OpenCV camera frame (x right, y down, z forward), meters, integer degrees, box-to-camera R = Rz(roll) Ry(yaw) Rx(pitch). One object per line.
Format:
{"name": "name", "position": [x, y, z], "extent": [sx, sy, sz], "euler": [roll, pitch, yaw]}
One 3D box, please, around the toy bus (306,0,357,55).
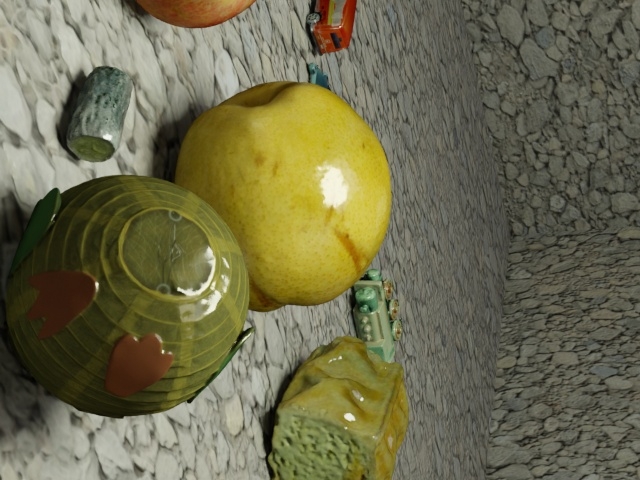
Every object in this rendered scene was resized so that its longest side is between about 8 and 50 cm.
{"name": "toy bus", "position": [0.026, -0.439, 2.134], "extent": [0.079, 0.077, 0.174], "euler": [64, 29, -49]}

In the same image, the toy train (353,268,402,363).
{"name": "toy train", "position": [0.110, 0.157, 2.256], "extent": [0.125, 0.081, 0.194], "euler": [-60, 143, -53]}

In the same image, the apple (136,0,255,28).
{"name": "apple", "position": [-0.166, -0.375, 1.420], "extent": [0.209, 0.164, 0.209], "euler": [23, 63, -56]}

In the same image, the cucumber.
{"name": "cucumber", "position": [-0.252, -0.147, 1.276], "extent": [0.064, 0.064, 0.112], "euler": [61, 28, -51]}

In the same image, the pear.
{"name": "pear", "position": [-0.052, -0.058, 1.505], "extent": [0.314, 0.314, 0.314], "euler": [-4, 90, -71]}

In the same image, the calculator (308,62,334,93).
{"name": "calculator", "position": [0.002, -0.281, 2.121], "extent": [0.141, 0.019, 0.094], "euler": [42, 47, -66]}

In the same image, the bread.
{"name": "bread", "position": [0.032, 0.302, 1.815], "extent": [0.252, 0.196, 0.238], "euler": [-43, 131, -63]}

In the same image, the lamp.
{"name": "lamp", "position": [-0.206, 0.062, 1.144], "extent": [0.250, 0.284, 0.250], "euler": [12, 64, -25]}
